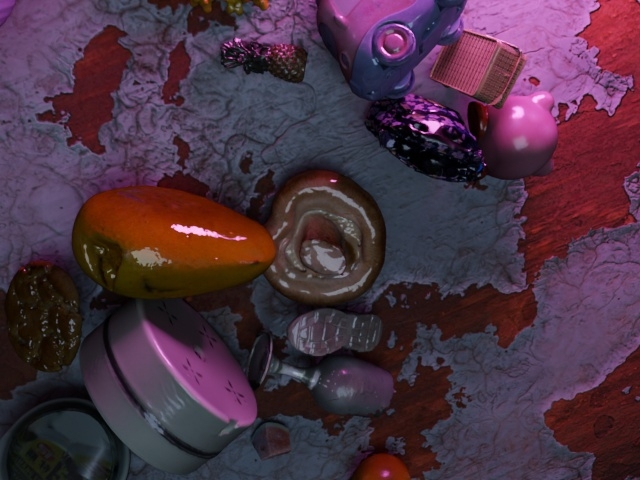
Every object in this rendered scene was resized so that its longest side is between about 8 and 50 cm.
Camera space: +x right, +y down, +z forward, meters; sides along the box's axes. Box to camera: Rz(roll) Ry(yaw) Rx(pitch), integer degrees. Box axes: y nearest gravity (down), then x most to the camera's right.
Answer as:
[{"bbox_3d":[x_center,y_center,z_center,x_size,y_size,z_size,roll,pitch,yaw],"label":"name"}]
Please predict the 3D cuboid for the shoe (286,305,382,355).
[{"bbox_3d":[0.016,0.179,1.490,0.228,0.125,0.099,7,97,-33],"label":"shoe"}]

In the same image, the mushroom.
[{"bbox_3d":[0.000,0.000,1.406,0.278,0.146,0.278,0,109,0],"label":"mushroom"}]

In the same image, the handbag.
[{"bbox_3d":[0.199,-0.195,1.335,0.229,0.208,0.126,16,111,-19],"label":"handbag"}]

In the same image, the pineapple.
[{"bbox_3d":[-0.105,-0.335,1.303,0.159,0.074,0.074,8,109,-5],"label":"pineapple"}]

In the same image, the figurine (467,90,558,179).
[{"bbox_3d":[0.382,-0.203,1.391,0.173,0.173,0.173,-4,111,-10],"label":"figurine"}]

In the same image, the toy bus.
[{"bbox_3d":[0.116,-0.409,1.245,0.232,0.197,0.294,43,92,9],"label":"toy bus"}]

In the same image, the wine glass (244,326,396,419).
[{"bbox_3d":[-0.001,0.293,1.520,0.321,0.143,0.143,19,106,-17],"label":"wine glass"}]

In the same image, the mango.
[{"bbox_3d":[-0.263,0.001,1.291,0.365,0.253,0.182,3,114,-9],"label":"mango"}]

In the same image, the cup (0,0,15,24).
[{"bbox_3d":[-0.589,-0.370,1.058,0.257,0.311,0.331,-26,114,0],"label":"cup"}]

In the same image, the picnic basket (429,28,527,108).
[{"bbox_3d":[0.293,-0.327,1.326,0.079,0.164,0.115,15,108,-33],"label":"picnic basket"}]

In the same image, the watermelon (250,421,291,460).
[{"bbox_3d":[-0.107,0.455,1.597,0.085,0.072,0.092,-21,109,-22],"label":"watermelon"}]

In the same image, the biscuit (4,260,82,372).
[{"bbox_3d":[-0.529,0.146,1.340,0.042,0.226,0.226,-8,121,-56],"label":"biscuit"}]

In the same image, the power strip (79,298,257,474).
[{"bbox_3d":[-0.290,0.256,1.352,0.161,0.357,0.357,-40,113,6],"label":"power strip"}]

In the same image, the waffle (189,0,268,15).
[{"bbox_3d":[-0.156,-0.536,1.214,0.260,0.069,0.293,12,109,-14],"label":"waffle"}]

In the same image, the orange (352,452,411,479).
[{"bbox_3d":[0.141,0.580,1.654,0.136,0.159,0.159,-2,115,26],"label":"orange"}]

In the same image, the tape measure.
[{"bbox_3d":[-0.513,0.453,1.422,0.259,0.138,0.262,40,76,0],"label":"tape measure"}]
